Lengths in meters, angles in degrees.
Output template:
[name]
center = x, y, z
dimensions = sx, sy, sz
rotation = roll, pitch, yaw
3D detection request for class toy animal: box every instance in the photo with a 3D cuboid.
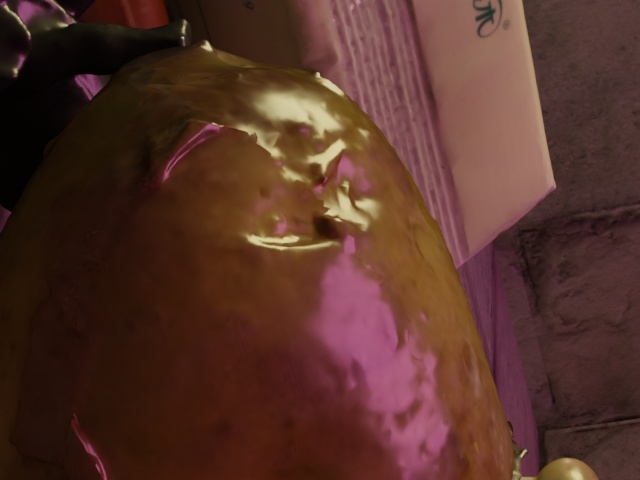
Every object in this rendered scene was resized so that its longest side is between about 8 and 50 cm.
[toy animal]
center = -0.139, -0.096, 1.051
dimensions = 0.114, 0.146, 0.245
rotation = -99, 177, -61

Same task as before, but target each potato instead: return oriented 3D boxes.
[potato]
center = -0.060, 0.039, 0.947
dimensions = 0.288, 0.301, 0.237
rotation = -93, 174, -64

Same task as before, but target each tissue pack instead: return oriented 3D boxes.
[tissue pack]
center = -0.024, -0.178, 1.300
dimensions = 0.297, 0.207, 0.380
rotation = 28, -36, 42

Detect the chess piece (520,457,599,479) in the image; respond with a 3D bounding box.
[chess piece]
center = 0.027, 0.201, 1.229
dimensions = 0.139, 0.307, 0.124
rotation = -87, 163, -50

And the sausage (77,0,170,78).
[sausage]
center = -0.158, -0.219, 1.120
dimensions = 0.134, 0.116, 0.354
rotation = 24, -45, 53
